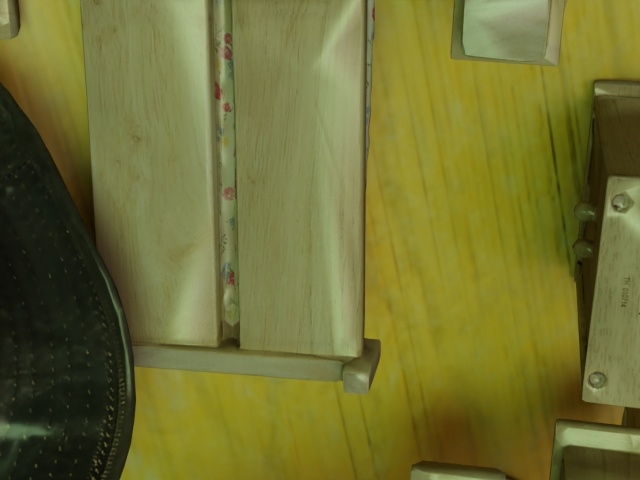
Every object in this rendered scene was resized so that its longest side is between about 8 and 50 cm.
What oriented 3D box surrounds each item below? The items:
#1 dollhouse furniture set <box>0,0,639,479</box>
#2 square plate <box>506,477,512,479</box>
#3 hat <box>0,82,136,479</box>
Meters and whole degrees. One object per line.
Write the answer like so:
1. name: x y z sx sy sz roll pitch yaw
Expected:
1. dollhouse furniture set: 0.000 0.000 0.623 0.355 0.174 0.303 5 109 10
2. square plate: 0.147 0.361 0.785 0.344 0.049 0.347 30 98 -22
3. hat: -0.223 0.036 0.434 0.331 0.134 0.331 2 82 -12
